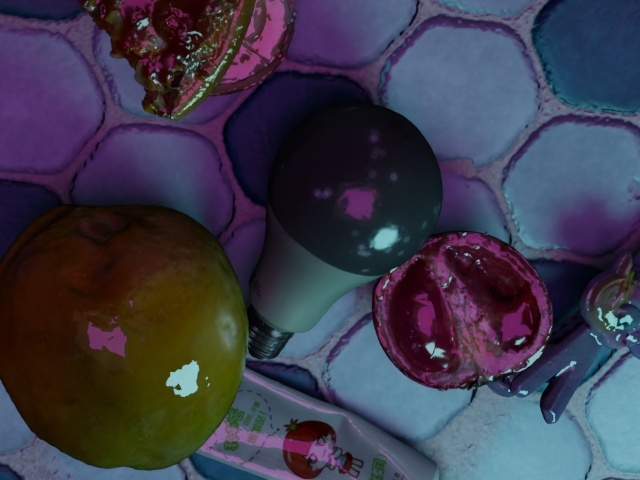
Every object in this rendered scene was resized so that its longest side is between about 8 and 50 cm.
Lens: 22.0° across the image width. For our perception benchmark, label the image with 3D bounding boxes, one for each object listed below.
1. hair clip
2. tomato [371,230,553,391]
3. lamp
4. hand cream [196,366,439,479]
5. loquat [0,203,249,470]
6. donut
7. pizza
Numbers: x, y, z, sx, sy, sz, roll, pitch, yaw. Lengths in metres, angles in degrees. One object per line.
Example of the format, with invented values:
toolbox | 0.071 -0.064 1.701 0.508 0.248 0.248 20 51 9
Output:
hair clip | 0.310 0.101 1.825 0.278 0.090 0.137 -41 116 9
tomato | 0.153 0.070 1.793 0.189 0.099 0.173 -16 97 6
lamp | 0.001 -0.017 1.745 0.182 0.182 0.314 32 134 -14
hand cream | 0.000 0.239 1.862 0.336 0.076 0.121 24 103 -5
loquat | -0.208 0.100 1.695 0.276 0.276 0.284 4 111 -6
donut | -0.110 -0.232 1.691 0.174 0.068 0.175 -2 110 -7
pizza | -0.170 -0.225 1.620 0.199 0.062 0.188 23 103 -11
